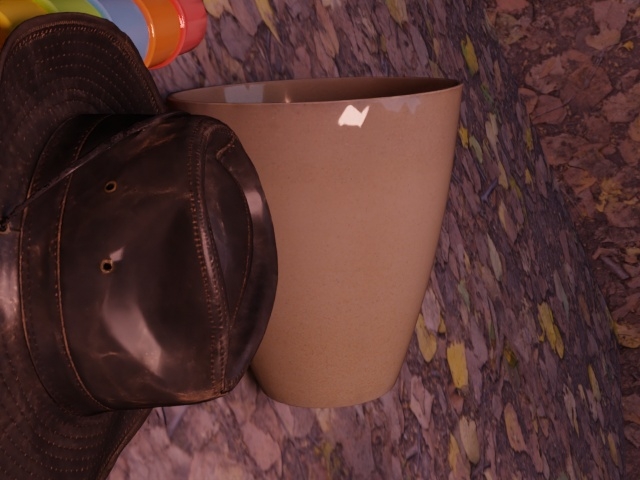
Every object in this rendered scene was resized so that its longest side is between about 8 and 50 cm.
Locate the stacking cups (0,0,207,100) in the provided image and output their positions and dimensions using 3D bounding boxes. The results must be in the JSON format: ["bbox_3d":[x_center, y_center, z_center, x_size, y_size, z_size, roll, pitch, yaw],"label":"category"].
[{"bbox_3d":[-0.182,-0.154,0.749,0.316,0.096,0.096,-51,123,-66],"label":"stacking cups"}]

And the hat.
[{"bbox_3d":[-0.102,0.019,0.640,0.331,0.133,0.331,3,90,-75],"label":"hat"}]

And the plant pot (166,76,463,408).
[{"bbox_3d":[0.000,0.000,0.888,0.256,0.256,0.274,-30,121,-65],"label":"plant pot"}]
